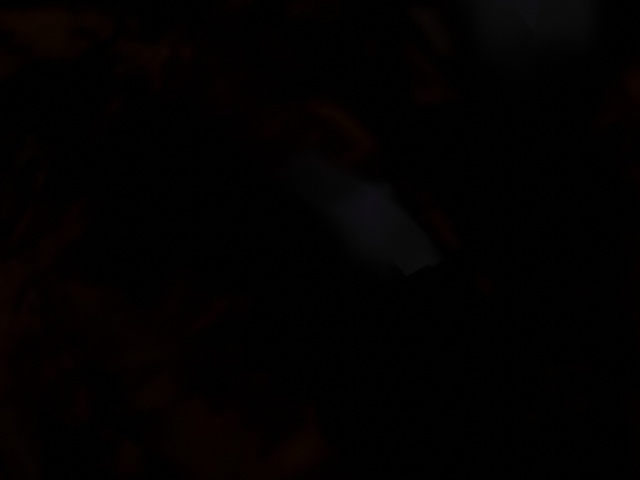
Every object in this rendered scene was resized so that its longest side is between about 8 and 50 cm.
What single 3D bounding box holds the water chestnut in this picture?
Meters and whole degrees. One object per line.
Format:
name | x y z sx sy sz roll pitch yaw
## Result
water chestnut | 0.000 0.000 0.540 0.289 0.289 0.244 50 10 31
